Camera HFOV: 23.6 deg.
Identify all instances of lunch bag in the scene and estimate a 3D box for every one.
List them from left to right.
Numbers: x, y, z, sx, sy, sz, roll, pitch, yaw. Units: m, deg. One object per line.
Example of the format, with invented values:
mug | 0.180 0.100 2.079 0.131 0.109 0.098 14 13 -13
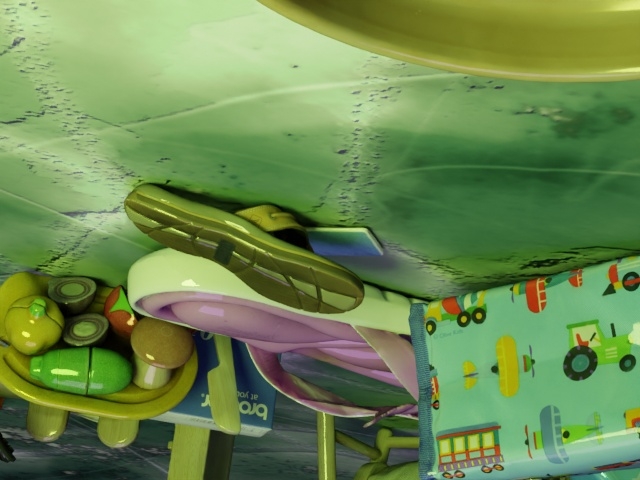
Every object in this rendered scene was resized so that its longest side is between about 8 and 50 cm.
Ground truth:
lunch bag | 0.235 0.125 1.154 0.221 0.138 0.293 -15 155 29

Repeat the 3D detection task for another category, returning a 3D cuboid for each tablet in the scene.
tablet | 0.000 0.000 1.102 0.083 0.006 0.054 0 160 18

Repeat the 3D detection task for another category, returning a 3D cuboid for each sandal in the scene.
sandal | -0.047 -0.003 1.059 0.180 0.049 0.072 25 153 -7
sandal | 0.024 0.101 1.241 0.416 0.102 0.169 17 160 -29

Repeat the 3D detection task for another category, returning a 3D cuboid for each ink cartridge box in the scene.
ink cartridge box | -0.139 0.103 1.316 0.207 0.097 0.046 11 161 -14

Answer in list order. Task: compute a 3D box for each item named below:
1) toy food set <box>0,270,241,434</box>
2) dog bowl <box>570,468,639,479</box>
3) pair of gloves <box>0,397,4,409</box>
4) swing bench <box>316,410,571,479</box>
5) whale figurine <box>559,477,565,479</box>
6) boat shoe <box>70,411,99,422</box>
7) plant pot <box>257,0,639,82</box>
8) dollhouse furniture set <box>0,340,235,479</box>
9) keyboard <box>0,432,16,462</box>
toy food set | -0.160 0.073 1.235 0.218 0.128 0.071 11 138 -14
dog bowl | 0.296 0.245 1.425 0.166 0.074 0.297 39 164 50
pair of gloves | -0.331 0.130 1.481 0.010 0.074 0.083 -28 110 5
swing bench | 0.123 0.298 1.549 0.253 0.255 0.165 -4 159 31
whale figurine | 0.286 0.344 1.804 0.216 0.141 0.272 16 159 -25
boat shoe | -0.242 0.156 1.582 0.153 0.056 0.048 8 167 20
plant pot | 0.073 -0.147 0.481 0.237 0.110 0.237 7 161 2
dollhouse furniture set | -0.205 0.161 1.411 0.242 0.161 0.212 3 161 11
keyboard | -0.354 0.132 1.438 0.108 0.023 0.180 3 129 57
